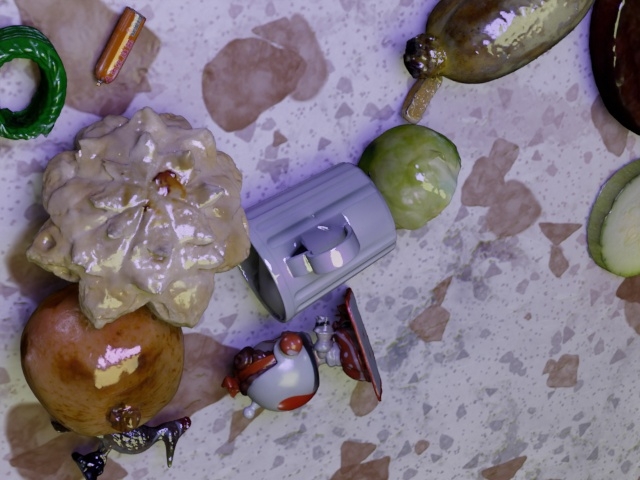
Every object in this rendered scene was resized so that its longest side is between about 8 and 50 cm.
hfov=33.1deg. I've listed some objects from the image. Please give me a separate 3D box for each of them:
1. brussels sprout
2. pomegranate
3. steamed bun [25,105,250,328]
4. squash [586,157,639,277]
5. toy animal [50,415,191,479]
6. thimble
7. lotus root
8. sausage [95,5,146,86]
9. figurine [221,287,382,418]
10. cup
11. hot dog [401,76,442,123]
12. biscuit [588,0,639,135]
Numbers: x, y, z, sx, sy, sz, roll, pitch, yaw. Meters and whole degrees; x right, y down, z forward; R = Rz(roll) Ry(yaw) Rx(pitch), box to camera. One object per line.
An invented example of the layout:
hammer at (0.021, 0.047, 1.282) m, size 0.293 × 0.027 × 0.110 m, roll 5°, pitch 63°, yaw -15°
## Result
brussels sprout at (0.119, -0.098, 1.549) m, size 0.122 × 0.149 × 0.151 m, roll 31°, pitch 85°, yaw -22°
pomegranate at (-0.285, 0.156, 1.411) m, size 0.215 × 0.215 × 0.215 m, roll -11°, pitch 117°, yaw -22°
steamed bun at (-0.216, -0.030, 1.333) m, size 0.296 × 0.137 × 0.292 m, roll -13°, pitch 79°, yaw -24°
squash at (0.555, -0.038, 1.863) m, size 0.219 × 0.041 × 0.219 m, roll -14°, pitch 122°, yaw -24°
toy animal at (-0.285, 0.289, 1.567) m, size 0.202 × 0.070 × 0.105 m, roll -8°, pitch 97°, yaw -19°
thimble at (-0.364, -0.187, 1.292) m, size 0.118 × 0.090 × 0.130 m, roll -22°, pitch 119°, yaw -14°
lotus root at (0.252, -0.318, 1.503) m, size 0.309 × 0.173 × 0.173 m, roll -37°, pitch 124°, yaw 0°
sausage at (-0.255, -0.241, 1.357) m, size 0.031 × 0.031 × 0.107 m, roll 23°, pitch 100°, yaw -33°
figurine at (-0.037, 0.186, 1.602) m, size 0.226 × 0.183 × 0.160 m, roll -19°, pitch 92°, yaw 4°
cup at (0.002, 0.010, 1.495) m, size 0.202 × 0.221 × 0.167 m, roll -30°, pitch 134°, yaw -16°
hot dog at (0.144, -0.210, 1.574) m, size 0.030 × 0.034 × 0.090 m, roll 36°, pitch 75°, yaw -23°
biscuit at (0.596, -0.350, 1.707) m, size 0.407 × 0.091 × 0.407 m, roll -12°, pitch 117°, yaw -24°
